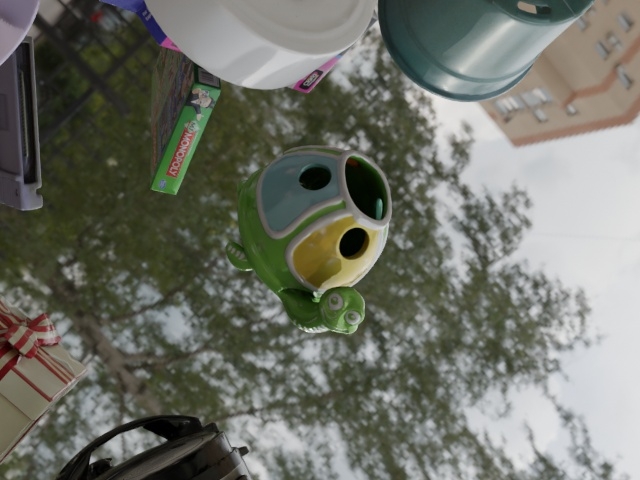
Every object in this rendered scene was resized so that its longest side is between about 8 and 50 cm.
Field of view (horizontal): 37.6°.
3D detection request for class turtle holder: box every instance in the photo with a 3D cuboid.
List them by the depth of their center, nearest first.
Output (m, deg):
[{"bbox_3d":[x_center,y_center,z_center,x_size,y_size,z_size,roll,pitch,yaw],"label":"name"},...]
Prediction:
[{"bbox_3d":[-0.011,-0.016,1.530,0.227,0.243,0.320,-30,-156,36],"label":"turtle holder"}]

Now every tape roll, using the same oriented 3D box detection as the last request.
[{"bbox_3d":[-0.070,-0.321,1.076,0.100,0.286,0.286,-25,-155,48],"label":"tape roll"}]

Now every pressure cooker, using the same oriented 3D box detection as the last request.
[{"bbox_3d":[-0.269,0.514,1.599,0.375,0.420,0.370,-25,176,0],"label":"pressure cooker"}]

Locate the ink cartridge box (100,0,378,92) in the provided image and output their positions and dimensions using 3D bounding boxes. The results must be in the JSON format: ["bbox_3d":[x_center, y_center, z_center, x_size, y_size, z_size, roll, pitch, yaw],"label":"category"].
[{"bbox_3d":[-0.106,-0.328,1.333,0.176,0.371,0.069,-42,-127,34],"label":"ink cartridge box"}]

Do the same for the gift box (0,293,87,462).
[{"bbox_3d":[-0.569,0.222,1.544,0.258,0.276,0.255,-47,-172,3],"label":"gift box"}]

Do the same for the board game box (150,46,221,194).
[{"bbox_3d":[-0.223,-0.257,1.520,0.317,0.046,0.213,-100,-150,-45],"label":"board game box"}]

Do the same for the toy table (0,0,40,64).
[{"bbox_3d":[-0.381,-0.199,0.852,0.274,0.252,0.161,-40,-158,-4],"label":"toy table"}]

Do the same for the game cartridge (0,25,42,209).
[{"bbox_3d":[-0.611,-0.248,1.773,0.230,0.355,0.068,13,-161,40],"label":"game cartridge"}]

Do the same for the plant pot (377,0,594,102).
[{"bbox_3d":[0.311,-0.448,1.659,0.341,0.341,0.334,-48,-173,-13],"label":"plant pot"}]
